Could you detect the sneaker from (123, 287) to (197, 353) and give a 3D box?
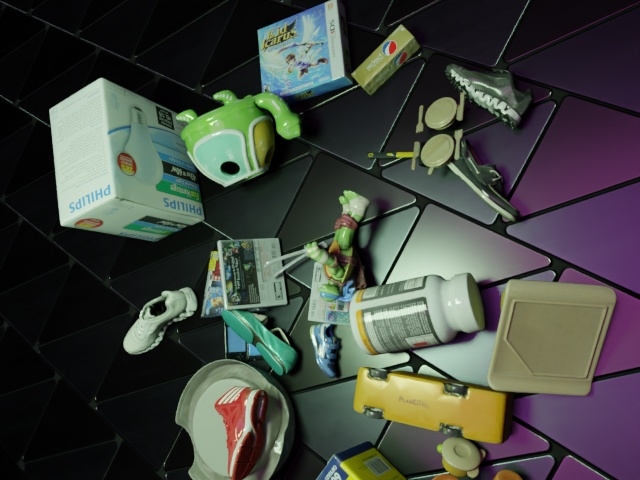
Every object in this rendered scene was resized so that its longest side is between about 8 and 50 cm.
[{"bbox_3d":[-0.506,0.239,1.697,0.292,0.118,0.110,-42,67,17],"label":"sneaker"}]

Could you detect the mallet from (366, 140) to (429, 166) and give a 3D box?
[{"bbox_3d":[0.205,-0.228,1.450,0.190,0.039,0.062,13,86,33],"label":"mallet"}]

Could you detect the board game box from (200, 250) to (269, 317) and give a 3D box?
[{"bbox_3d":[-0.232,0.136,1.600,0.194,0.060,0.194,6,84,28],"label":"board game box"}]

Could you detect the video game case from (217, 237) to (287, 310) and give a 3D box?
[{"bbox_3d":[-0.185,0.089,1.537,0.022,0.173,0.190,143,121,-62],"label":"video game case"}]

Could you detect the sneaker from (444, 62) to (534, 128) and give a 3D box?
[{"bbox_3d":[0.406,-0.368,1.345,0.106,0.078,0.234,-48,64,6],"label":"sneaker"}]

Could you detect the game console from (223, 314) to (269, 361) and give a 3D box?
[{"bbox_3d":[-0.204,0.270,1.558,0.071,0.107,0.122,-22,68,53],"label":"game console"}]

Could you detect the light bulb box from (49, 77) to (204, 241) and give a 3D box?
[{"bbox_3d":[-0.563,-0.217,1.669,0.225,0.358,0.361,-20,73,26],"label":"light bulb box"}]

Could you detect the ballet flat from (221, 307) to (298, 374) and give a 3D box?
[{"bbox_3d":[-0.156,0.253,1.520,0.247,0.087,0.083,42,141,15],"label":"ballet flat"}]

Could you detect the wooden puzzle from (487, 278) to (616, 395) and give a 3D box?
[{"bbox_3d":[0.463,0.196,1.147,0.221,0.044,0.238,4,106,-3],"label":"wooden puzzle"}]

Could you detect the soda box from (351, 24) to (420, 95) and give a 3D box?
[{"bbox_3d":[0.172,-0.474,1.492,0.181,0.061,0.058,-43,65,15],"label":"soda box"}]

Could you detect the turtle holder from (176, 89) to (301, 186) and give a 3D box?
[{"bbox_3d":[-0.219,-0.290,1.592,0.320,0.243,0.227,-22,93,-6],"label":"turtle holder"}]

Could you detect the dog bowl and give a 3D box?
[{"bbox_3d":[-0.221,0.493,1.508,0.349,0.102,0.348,-5,78,26],"label":"dog bowl"}]

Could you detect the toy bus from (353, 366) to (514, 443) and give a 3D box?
[{"bbox_3d":[0.248,0.360,1.265,0.333,0.130,0.108,4,84,29],"label":"toy bus"}]

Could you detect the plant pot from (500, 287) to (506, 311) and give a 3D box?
[{"bbox_3d":[0.442,0.142,1.213,0.134,0.134,0.095,-44,32,15],"label":"plant pot"}]

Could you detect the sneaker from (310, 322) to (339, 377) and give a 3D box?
[{"bbox_3d":[0.019,0.279,1.446,0.059,0.053,0.144,-24,72,20],"label":"sneaker"}]

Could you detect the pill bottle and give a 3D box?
[{"bbox_3d":[0.220,0.166,1.296,0.279,0.162,0.162,-15,74,25],"label":"pill bottle"}]

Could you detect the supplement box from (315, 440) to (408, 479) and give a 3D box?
[{"bbox_3d":[0.141,0.649,1.234,0.356,0.195,0.194,38,100,27],"label":"supplement box"}]

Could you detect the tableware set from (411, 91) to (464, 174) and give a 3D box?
[{"bbox_3d":[0.294,-0.256,1.364,0.128,0.039,0.194,-9,62,40],"label":"tableware set"}]

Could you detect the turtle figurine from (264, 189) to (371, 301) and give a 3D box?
[{"bbox_3d":[0.000,0.000,1.412,0.275,0.198,0.266,19,79,28],"label":"turtle figurine"}]

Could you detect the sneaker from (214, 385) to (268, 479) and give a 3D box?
[{"bbox_3d":[-0.211,0.473,1.413,0.128,0.087,0.221,5,71,37],"label":"sneaker"}]

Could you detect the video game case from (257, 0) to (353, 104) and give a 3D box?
[{"bbox_3d":[-0.049,-0.530,1.621,0.270,0.061,0.244,-12,75,26],"label":"video game case"}]

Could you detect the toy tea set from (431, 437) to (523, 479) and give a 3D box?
[{"bbox_3d":[0.360,0.569,1.166,0.336,0.200,0.124,25,127,29],"label":"toy tea set"}]

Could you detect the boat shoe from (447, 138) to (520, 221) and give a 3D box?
[{"bbox_3d":[0.383,-0.140,1.309,0.079,0.084,0.233,-44,61,15],"label":"boat shoe"}]

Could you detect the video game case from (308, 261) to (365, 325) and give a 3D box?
[{"bbox_3d":[0.041,0.139,1.479,0.143,0.019,0.157,3,82,28],"label":"video game case"}]
